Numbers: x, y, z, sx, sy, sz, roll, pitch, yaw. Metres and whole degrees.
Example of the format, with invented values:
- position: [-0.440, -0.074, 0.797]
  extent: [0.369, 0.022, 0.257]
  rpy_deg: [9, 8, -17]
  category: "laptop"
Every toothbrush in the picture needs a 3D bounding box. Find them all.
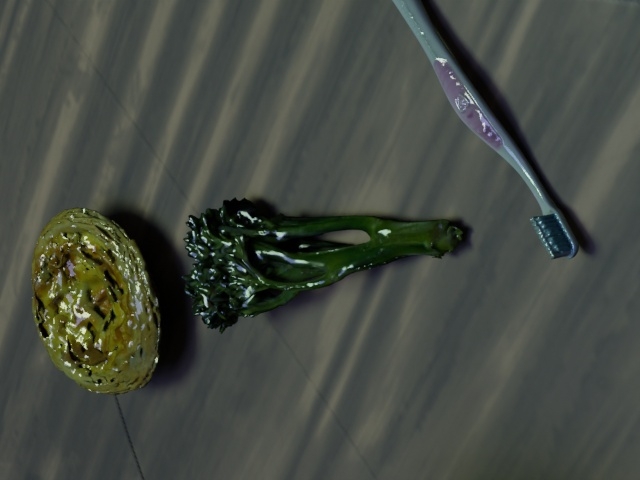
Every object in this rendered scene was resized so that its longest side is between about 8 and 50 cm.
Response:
- position: [0.075, -0.075, 0.892]
  extent: [0.017, 0.022, 0.204]
  rpy_deg: [-48, 64, 43]
  category: "toothbrush"

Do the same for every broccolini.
- position: [-0.008, 0.006, 0.983]
  extent: [0.201, 0.058, 0.074]
  rpy_deg: [-11, 102, 51]
  category: "broccolini"

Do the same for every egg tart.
- position: [-0.138, 0.039, 1.155]
  extent: [0.129, 0.049, 0.129]
  rpy_deg: [14, 111, 40]
  category: "egg tart"
